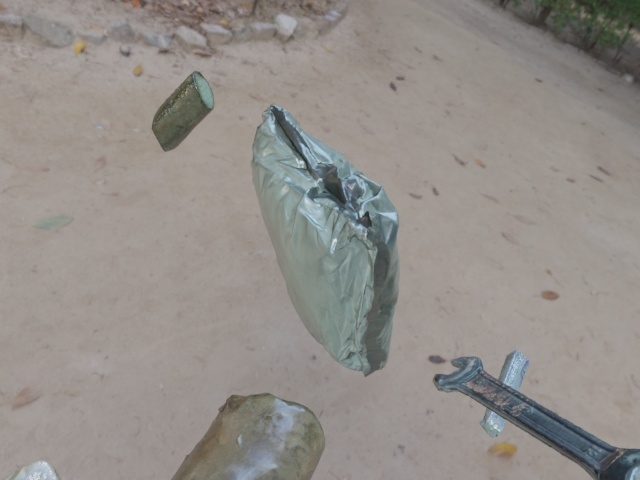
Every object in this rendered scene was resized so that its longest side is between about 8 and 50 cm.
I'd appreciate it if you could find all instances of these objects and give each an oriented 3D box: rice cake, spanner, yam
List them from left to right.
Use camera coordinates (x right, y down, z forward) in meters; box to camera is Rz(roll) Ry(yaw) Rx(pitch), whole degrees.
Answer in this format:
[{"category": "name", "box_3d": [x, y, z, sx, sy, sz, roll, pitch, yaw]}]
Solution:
[{"category": "yam", "box_3d": [-0.109, 0.230, 0.238, 0.081, 0.081, 0.357, 29, 49, 10]}, {"category": "yam", "box_3d": [-0.236, -0.218, 0.859, 0.069, 0.146, 0.070, 37, 34, -30]}, {"category": "rice cake", "box_3d": [0.372, 0.304, 1.014, 0.043, 0.034, 0.211, 41, 47, 5]}, {"category": "spanner", "box_3d": [0.209, 0.175, 0.513, 0.071, 0.018, 0.302, -27, 12, -14]}]

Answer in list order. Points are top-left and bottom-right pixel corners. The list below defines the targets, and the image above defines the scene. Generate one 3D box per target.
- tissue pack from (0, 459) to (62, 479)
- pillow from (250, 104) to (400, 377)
[{"category": "tissue pack", "box_3d": [-0.388, 0.347, 0.620, 0.148, 0.196, 0.092, -32, 86, -35]}, {"category": "pillow", "box_3d": [0.000, 0.000, 0.681, 0.138, 0.310, 0.283, -24, 50, -15]}]
